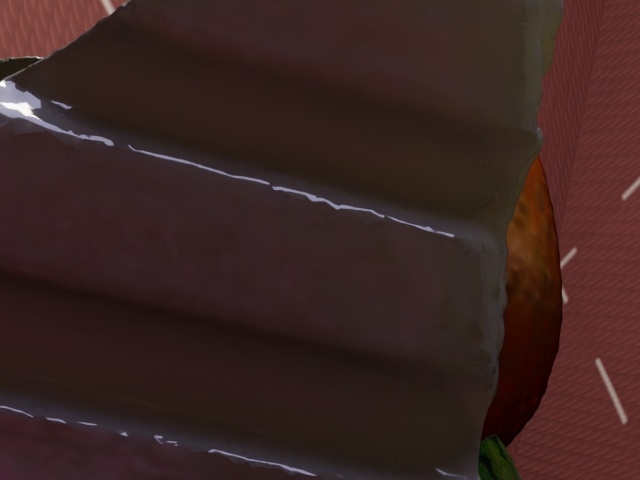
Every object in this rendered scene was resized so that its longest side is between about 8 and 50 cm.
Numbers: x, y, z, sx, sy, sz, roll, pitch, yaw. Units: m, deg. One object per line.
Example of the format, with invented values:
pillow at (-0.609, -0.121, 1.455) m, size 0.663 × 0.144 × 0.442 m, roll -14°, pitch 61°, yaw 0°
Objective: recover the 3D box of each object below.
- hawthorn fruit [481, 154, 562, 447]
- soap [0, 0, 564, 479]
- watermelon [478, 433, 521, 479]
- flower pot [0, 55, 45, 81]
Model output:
hawthorn fruit at (0.000, 0.000, 1.060) m, size 0.402 × 0.403 × 0.403 m, roll 12°, pitch -7°, yaw 1°
soap at (-0.088, -0.033, 0.446) m, size 0.302 × 0.258 × 0.159 m, roll 13°, pitch -6°, yaw -16°
watermelon at (0.086, 0.170, 0.848) m, size 0.092 × 0.075 × 0.181 m, roll -33°, pitch -14°, yaw 2°
flower pot at (-0.129, 0.014, 0.626) m, size 0.212 × 0.212 × 0.202 m, roll 14°, pitch -1°, yaw -11°
